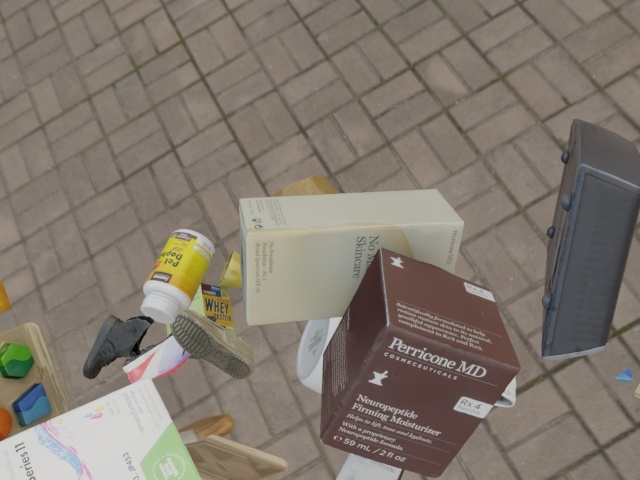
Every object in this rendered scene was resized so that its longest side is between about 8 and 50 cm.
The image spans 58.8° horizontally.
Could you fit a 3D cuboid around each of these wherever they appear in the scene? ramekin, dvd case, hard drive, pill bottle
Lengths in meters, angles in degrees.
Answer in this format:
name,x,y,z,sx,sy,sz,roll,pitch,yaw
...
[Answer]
name,x,y,z,sx,sy,sz,roll,pitch,yaw
ramekin,0.034,0.289,1.523,0.127,0.273,0.272,20,74,-16
dvd case,0.141,0.758,1.761,0.180,0.022,0.253,16,34,21
hard drive,0.237,-0.015,0.510,0.054,0.255,0.172,10,111,20
pill bottle,-0.343,0.086,1.352,0.117,0.117,0.215,9,56,16

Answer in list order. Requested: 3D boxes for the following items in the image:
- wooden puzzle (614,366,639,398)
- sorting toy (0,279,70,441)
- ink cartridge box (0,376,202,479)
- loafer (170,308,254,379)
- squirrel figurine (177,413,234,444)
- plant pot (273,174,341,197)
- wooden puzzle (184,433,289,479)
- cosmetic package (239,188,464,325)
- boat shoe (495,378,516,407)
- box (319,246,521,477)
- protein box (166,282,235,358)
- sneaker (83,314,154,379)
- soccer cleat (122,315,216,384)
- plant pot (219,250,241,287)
name,x,y,z,sx,sy,sz,roll,pitch,yaw
wooden puzzle,0.467,0.202,0.759,0.079,0.014,0.116,-33,44,-24
sorting toy,-0.607,0.237,1.052,0.041,0.229,0.307,-16,95,29
ink cartridge box,-0.374,0.375,0.822,0.353,0.119,0.207,-21,53,-28
loafer,-0.294,0.278,1.562,0.268,0.092,0.102,40,110,-8
squirrel figurine,-0.389,0.769,1.713,0.397,0.281,0.370,-19,100,38
plant pot,0.000,0.000,1.208,0.237,0.237,0.254,-24,86,4
wooden puzzle,-0.208,0.457,1.141,0.221,0.239,0.044,9,86,25
cosmetic package,0.038,0.021,0.846,0.310,0.160,0.113,-4,32,-11
boat shoe,0.214,0.226,0.944,0.258,0.095,0.084,10,54,-11
box,0.112,0.154,0.723,0.169,0.167,0.203,20,119,-8
protein box,-0.423,0.286,1.989,0.200,0.136,0.201,-29,61,29
sneaker,-0.399,0.215,1.121,0.089,0.051,0.170,25,99,2
soccer cleat,-0.456,0.351,1.789,0.318,0.108,0.116,-31,95,-18
plant pot,-0.286,0.113,1.989,0.095,0.134,0.134,21,75,-12
